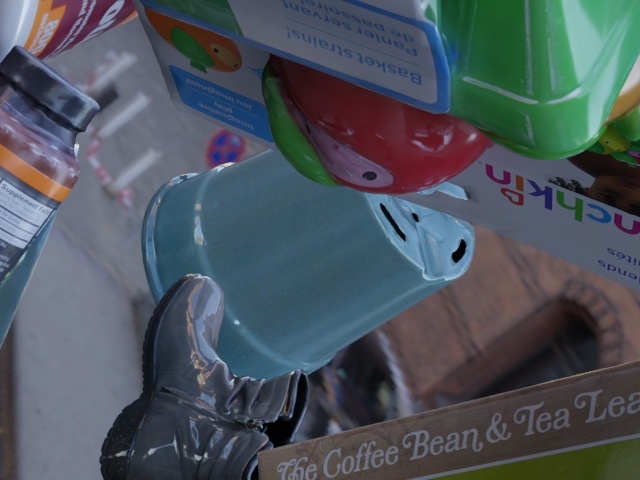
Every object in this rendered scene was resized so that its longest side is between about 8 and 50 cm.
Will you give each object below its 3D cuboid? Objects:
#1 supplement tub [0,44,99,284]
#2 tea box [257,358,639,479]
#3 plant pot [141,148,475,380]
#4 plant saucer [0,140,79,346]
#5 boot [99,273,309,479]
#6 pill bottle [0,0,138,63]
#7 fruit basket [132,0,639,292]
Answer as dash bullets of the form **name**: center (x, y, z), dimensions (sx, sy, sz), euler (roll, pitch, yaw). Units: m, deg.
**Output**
- **supplement tub**: center (-0.232, -0.031, 0.983), dimensions (0.106, 0.198, 0.106), euler (37, 0, 0)
- **tea box**: center (0.156, 0.257, 0.865), dimensions (0.220, 0.329, 0.323), euler (12, 67, -45)
- **plant pot**: center (0.000, 0.000, 1.960), dimensions (0.341, 0.334, 0.341), euler (33, 43, -38)
- **plant saucer**: center (-0.307, 0.045, 1.385), dimensions (0.044, 0.317, 0.317), euler (24, 19, -12)
- **boot**: center (-0.078, 0.128, 1.284), dimensions (0.246, 0.161, 0.083), euler (-73, 148, -42)
- **pill bottle**: center (-0.233, -0.260, 1.176), dimensions (0.224, 0.224, 0.392), euler (52, 29, -4)
- **fruit basket**: center (0.028, -0.089, 0.621), dimensions (0.327, 0.165, 0.353), euler (23, -27, 18)
